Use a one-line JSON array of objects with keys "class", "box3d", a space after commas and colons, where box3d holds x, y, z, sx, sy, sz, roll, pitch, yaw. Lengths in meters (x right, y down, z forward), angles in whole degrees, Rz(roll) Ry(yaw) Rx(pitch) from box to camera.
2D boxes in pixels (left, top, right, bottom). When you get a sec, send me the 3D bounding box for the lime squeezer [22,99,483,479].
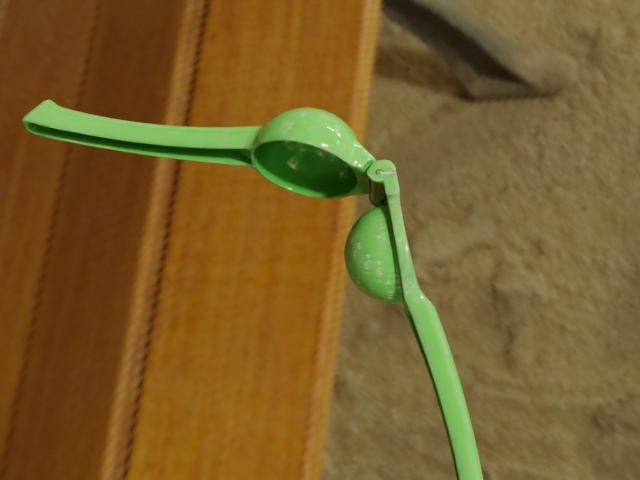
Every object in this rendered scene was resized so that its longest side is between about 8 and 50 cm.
[{"class": "lime squeezer", "box3d": [0.000, 0.000, 0.789, 0.310, 0.059, 0.110, 42, 57, 19]}]
